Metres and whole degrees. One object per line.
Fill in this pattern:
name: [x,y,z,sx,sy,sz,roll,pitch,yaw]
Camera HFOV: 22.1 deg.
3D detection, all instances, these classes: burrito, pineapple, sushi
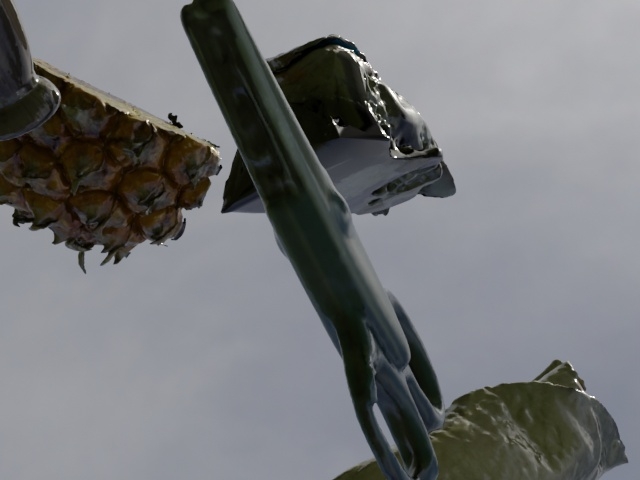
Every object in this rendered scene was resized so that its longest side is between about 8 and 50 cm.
burrito: [0.085,0.191,1.175,0.117,0.392,0.076,57,-40,10]
pineapple: [-0.321,-0.094,1.780,0.344,0.286,0.209,27,-85,51]
sushi: [0.028,-0.092,1.323,0.134,0.273,0.109,-27,-106,32]

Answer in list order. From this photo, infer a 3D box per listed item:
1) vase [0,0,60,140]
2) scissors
vase: [-0.170,-0.100,0.809,0.053,0.101,0.053,-18,-145,13]
scissors: [0.000,0.000,0.863,0.041,0.289,0.138,-19,-160,17]
